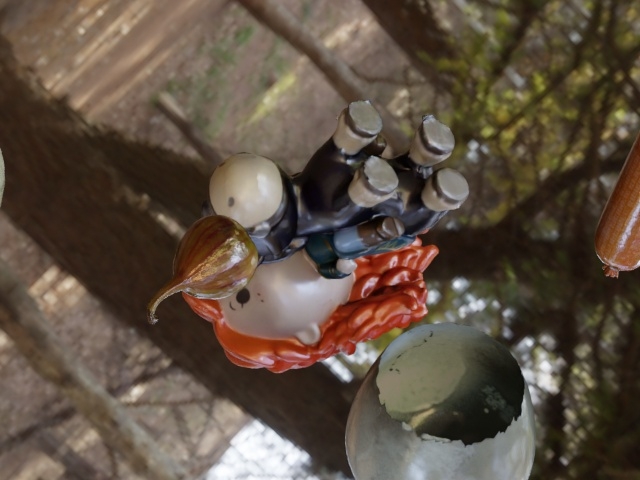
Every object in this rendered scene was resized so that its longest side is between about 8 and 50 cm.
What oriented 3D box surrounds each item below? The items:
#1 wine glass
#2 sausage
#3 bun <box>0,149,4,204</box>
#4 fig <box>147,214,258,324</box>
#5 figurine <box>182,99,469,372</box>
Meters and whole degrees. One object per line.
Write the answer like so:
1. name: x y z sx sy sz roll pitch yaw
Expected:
1. wine glass: 0.135 0.263 1.416 0.238 0.238 0.323 -53 155 -40
2. sausage: 0.283 -0.101 0.908 0.053 0.053 0.348 -56 165 -48
3. bun: -0.439 -0.040 1.267 0.231 0.133 0.231 -24 148 -16
4. fig: -0.074 0.020 0.710 0.083 0.050 0.050 -41 -174 -32
5. figurine: -0.004 -0.002 1.303 0.306 0.241 0.412 -23 162 -13
